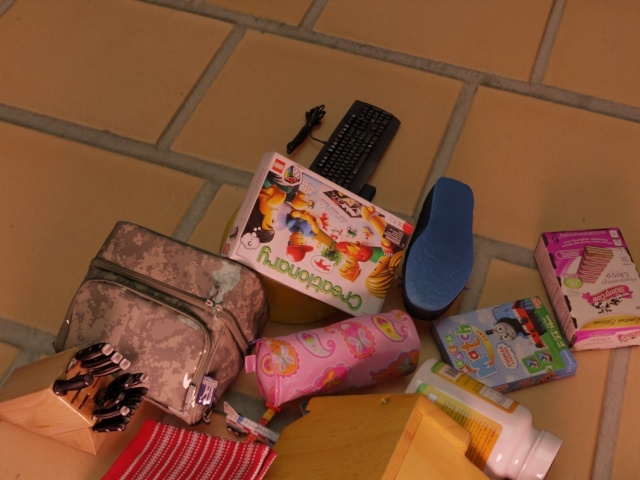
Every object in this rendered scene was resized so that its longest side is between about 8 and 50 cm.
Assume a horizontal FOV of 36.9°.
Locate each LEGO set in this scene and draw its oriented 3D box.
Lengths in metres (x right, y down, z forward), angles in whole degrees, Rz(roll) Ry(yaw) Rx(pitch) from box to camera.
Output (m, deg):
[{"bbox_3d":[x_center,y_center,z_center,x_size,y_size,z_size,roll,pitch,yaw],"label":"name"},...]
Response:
[{"bbox_3d":[-0.052,0.332,1.540,0.244,0.060,0.182,-10,49,-15],"label":"LEGO set"}]

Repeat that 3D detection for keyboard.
[{"bbox_3d":[0.031,-0.204,2.007,0.201,0.033,0.317,18,44,13],"label":"keyboard"}]

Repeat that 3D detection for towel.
[{"bbox_3d":[-0.220,0.364,1.445,0.274,0.031,0.199,3,42,39],"label":"towel"}]

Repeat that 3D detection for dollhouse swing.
[{"bbox_3d":[0.092,0.456,1.419,0.315,0.305,0.347,-10,37,41],"label":"dollhouse swing"}]

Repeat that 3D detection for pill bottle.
[{"bbox_3d":[0.252,0.301,1.527,0.245,0.136,0.136,27,53,19],"label":"pill bottle"}]

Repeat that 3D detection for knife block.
[{"bbox_3d":[-0.401,0.222,1.497,0.275,0.242,0.088,18,50,13],"label":"knife block"}]

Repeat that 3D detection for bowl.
[{"bbox_3d":[-0.048,-0.009,1.756,0.289,0.156,0.289,0,54,0],"label":"bowl"}]

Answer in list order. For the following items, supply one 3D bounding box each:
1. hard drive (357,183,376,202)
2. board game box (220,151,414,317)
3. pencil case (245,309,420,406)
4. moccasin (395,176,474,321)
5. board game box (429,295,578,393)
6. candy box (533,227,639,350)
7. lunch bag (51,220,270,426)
[{"bbox_3d":[0.043,-0.073,1.918,0.094,0.022,0.135,20,51,15],"label":"hard drive"},{"bbox_3d":[0.000,0.000,1.646,0.305,0.053,0.193,26,82,-27],"label":"board game box"},{"bbox_3d":[0.023,0.193,1.597,0.284,0.124,0.124,-10,50,-22],"label":"pencil case"},{"bbox_3d":[0.223,0.031,1.782,0.137,0.117,0.342,25,47,2],"label":"moccasin"},{"bbox_3d":[0.321,0.189,1.693,0.211,0.039,0.160,-13,51,-12],"label":"board game box"},{"bbox_3d":[0.504,0.086,1.769,0.159,0.071,0.233,-4,50,-7],"label":"candy box"},{"bbox_3d":[-0.262,0.145,1.605,0.305,0.212,0.256,21,68,16],"label":"lunch bag"}]
